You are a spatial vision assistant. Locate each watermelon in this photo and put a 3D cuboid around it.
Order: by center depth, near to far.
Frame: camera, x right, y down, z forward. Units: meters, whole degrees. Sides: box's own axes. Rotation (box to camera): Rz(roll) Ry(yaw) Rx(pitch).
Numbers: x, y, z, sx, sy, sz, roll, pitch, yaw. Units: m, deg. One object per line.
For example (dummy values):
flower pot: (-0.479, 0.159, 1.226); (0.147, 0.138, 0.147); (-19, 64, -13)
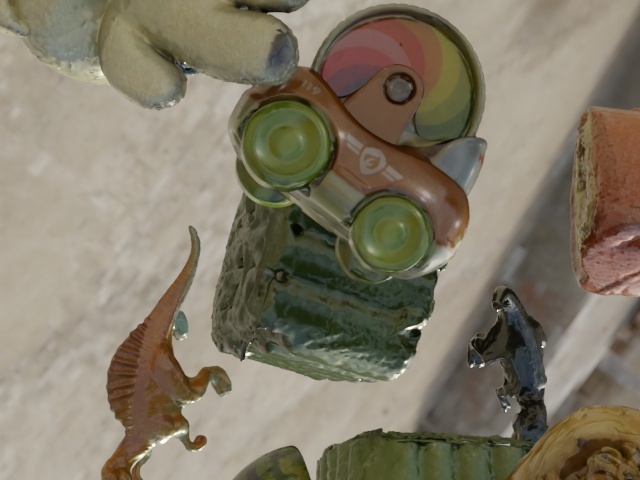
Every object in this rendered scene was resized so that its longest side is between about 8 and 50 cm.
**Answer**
watermelon: (-0.044, 0.226, 1.390); (0.069, 0.163, 0.087); (-4, 122, -12)

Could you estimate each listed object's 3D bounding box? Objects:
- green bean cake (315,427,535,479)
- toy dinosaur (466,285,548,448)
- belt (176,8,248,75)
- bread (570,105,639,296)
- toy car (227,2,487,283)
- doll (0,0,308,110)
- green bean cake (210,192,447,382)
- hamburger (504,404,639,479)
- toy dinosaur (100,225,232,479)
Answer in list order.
green bean cake: (0.105, 0.242, 1.551); (0.200, 0.214, 0.113); (140, -44, -69)
toy dinosaur: (0.220, 0.131, 1.751); (0.087, 0.187, 0.179); (-22, -179, -13)
belt: (-0.158, -0.277, 2.067); (0.147, 0.082, 0.163); (34, 74, -51)
bread: (0.347, -0.054, 1.886); (0.190, 0.123, 0.244); (93, 2, -50)
toy car: (0.053, -0.092, 1.435); (0.235, 0.235, 0.145); (-51, -179, -8)
doll: (-0.125, -0.190, 1.402); (0.175, 0.278, 0.149); (-53, 143, -36)
green bean cake: (0.000, 0.000, 1.938); (0.319, 0.218, 0.335); (-15, -125, 68)
hamburger: (0.266, 0.255, 1.266); (0.318, 0.318, 0.158); (110, -2, -47)
toy dinosaur: (-0.143, 0.106, 1.384); (0.142, 0.057, 0.212); (-22, 105, -51)
